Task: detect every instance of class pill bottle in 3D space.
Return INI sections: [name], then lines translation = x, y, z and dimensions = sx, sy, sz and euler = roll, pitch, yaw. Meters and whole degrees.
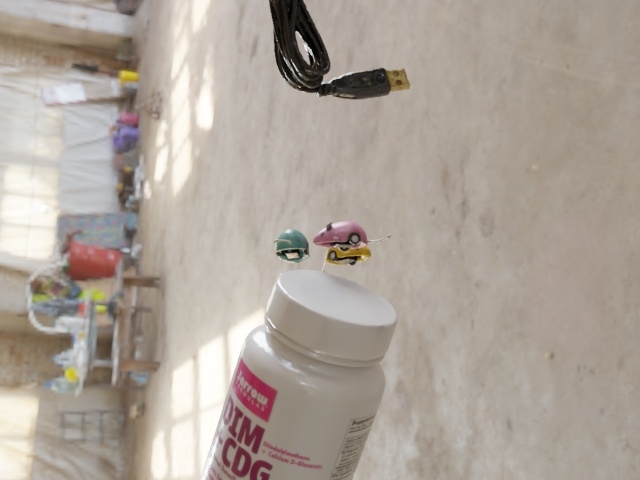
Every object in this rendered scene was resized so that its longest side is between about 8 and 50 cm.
[pill bottle]
translation = -0.024, 0.185, 0.973
dimensions = 0.160, 0.161, 0.283
euler = -126, 51, -64

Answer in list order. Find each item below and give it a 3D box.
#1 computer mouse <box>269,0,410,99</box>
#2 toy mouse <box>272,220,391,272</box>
[computer mouse]
translation = 0.074, -0.212, 0.718
dimensions = 0.060, 0.262, 0.184
euler = -148, 45, -67
[toy mouse]
translation = 0.000, 0.000, 1.030
dimensions = 0.161, 0.143, 0.031
euler = -18, 67, 47
